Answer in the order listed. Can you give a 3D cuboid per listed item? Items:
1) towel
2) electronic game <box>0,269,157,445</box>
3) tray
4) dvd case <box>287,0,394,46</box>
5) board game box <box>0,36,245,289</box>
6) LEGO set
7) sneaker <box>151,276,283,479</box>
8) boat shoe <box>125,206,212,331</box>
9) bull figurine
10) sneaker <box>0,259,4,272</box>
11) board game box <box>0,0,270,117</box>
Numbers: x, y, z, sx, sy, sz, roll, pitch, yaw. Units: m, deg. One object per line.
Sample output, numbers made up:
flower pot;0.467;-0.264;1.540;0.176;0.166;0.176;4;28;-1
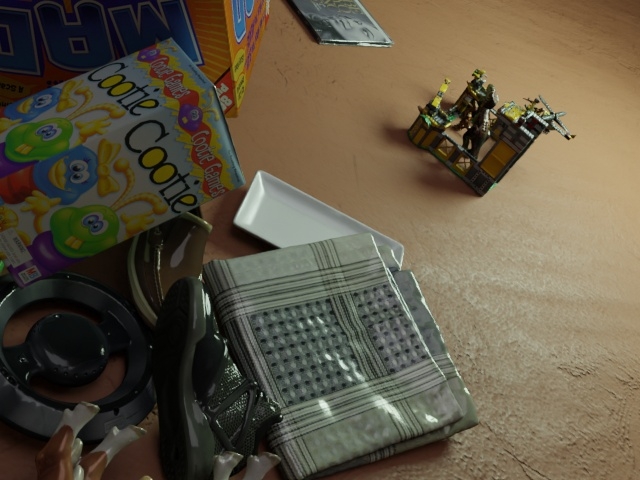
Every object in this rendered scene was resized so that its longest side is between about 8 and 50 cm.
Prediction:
towel;0.037;0.137;1.008;0.324;0.056;0.312;-7;59;-35
electronic game;-0.280;0.122;0.837;0.229;0.048;0.229;26;35;-19
tray;0.000;0.000;1.165;0.270;0.030;0.145;28;41;-8
dvd case;0.044;-0.494;1.696;0.221;0.018;0.164;-9;56;-40
board game box;-0.249;-0.092;0.853;0.275;0.142;0.144;-27;45;-14
LEGO set;0.354;-0.256;1.533;0.331;0.192;0.255;-23;66;-46
sneaker;-0.117;0.155;0.858;0.130;0.087;0.228;5;69;-43
boat shoe;-0.186;0.001;0.962;0.095;0.095;0.257;29;32;-40
bull figurine;-0.139;0.280;0.708;0.310;0.101;0.188;20;65;-10
sneaker;-0.406;-0.004;0.751;0.109;0.123;0.295;61;9;16
board game box;-0.276;-0.402;1.007;0.356;0.356;0.357;0;39;5
